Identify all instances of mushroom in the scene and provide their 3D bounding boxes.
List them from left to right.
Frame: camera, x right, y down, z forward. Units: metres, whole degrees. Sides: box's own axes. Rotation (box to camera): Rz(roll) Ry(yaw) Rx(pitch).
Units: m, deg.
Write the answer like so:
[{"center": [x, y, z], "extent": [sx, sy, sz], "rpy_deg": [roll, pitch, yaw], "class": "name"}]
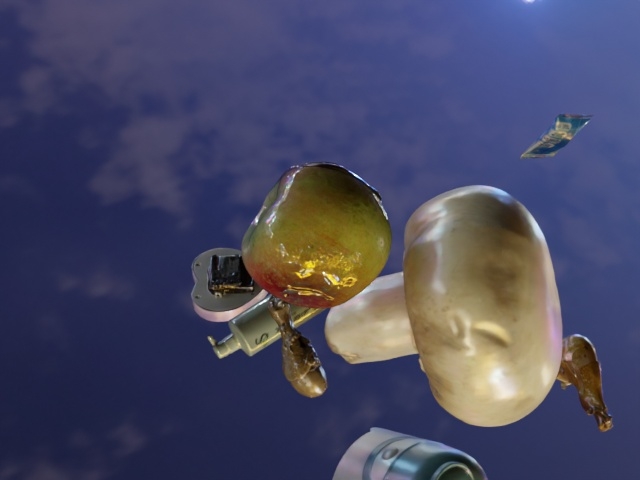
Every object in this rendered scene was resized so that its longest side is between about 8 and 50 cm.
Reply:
[{"center": [0.222, 0.091, 1.515], "extent": [0.353, 0.353, 0.325], "rpy_deg": [39, -116, 2], "class": "mushroom"}]

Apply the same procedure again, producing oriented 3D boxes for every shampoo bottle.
[{"center": [-0.091, 0.149, 1.936], "extent": [0.262, 0.085, 0.085], "rpy_deg": [-32, -112, -16], "class": "shampoo bottle"}]

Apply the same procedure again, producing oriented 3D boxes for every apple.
[{"center": [0.000, 0.000, 1.394], "extent": [0.188, 0.207, 0.174], "rpy_deg": [33, -170, -16], "class": "apple"}]

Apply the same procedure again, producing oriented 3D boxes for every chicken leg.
[{"center": [-0.049, 0.189, 1.792], "extent": [0.085, 0.069, 0.197], "rpy_deg": [144, 103, -83], "class": "chicken leg"}, {"center": [0.503, 0.276, 1.921], "extent": [0.085, 0.101, 0.207], "rpy_deg": [29, -144, -41], "class": "chicken leg"}]

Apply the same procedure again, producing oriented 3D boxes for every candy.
[{"center": [0.448, -0.195, 1.893], "extent": [0.088, 0.136, 0.038], "rpy_deg": [-6, -121, -35], "class": "candy"}]

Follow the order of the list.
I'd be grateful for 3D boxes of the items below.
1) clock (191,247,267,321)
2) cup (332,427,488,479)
[{"center": [-0.189, 0.082, 2.134], "extent": [0.172, 0.064, 0.198], "rpy_deg": [-4, -137, -3], "class": "clock"}, {"center": [0.183, 0.493, 1.817], "extent": [0.219, 0.258, 0.289], "rpy_deg": [-38, -68, -30], "class": "cup"}]
